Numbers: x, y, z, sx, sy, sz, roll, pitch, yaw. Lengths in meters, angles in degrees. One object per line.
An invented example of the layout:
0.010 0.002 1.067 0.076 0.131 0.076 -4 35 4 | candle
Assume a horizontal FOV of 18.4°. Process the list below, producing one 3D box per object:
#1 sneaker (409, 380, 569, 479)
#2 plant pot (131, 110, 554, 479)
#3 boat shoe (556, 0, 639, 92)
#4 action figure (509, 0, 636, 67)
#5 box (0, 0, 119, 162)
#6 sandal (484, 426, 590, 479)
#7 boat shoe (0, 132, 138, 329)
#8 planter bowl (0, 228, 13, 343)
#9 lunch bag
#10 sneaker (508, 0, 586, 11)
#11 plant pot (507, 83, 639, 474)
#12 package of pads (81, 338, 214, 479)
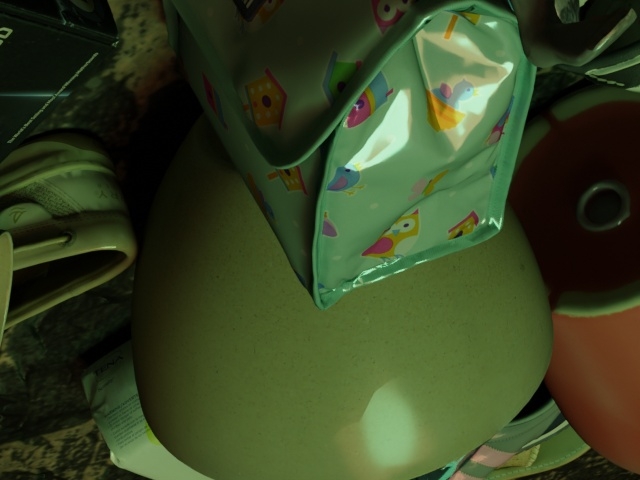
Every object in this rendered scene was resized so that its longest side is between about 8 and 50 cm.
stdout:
0.104 0.171 1.741 0.319 0.112 0.131 -37 157 -17 | sneaker
0.000 0.000 1.280 0.284 0.284 0.191 -18 125 -9 | plant pot
0.269 -0.194 1.262 0.091 0.114 0.302 1 144 -47 | boat shoe
0.012 -0.207 0.859 0.341 0.330 0.178 -46 -179 -27 | action figure
-0.227 -0.101 1.099 0.180 0.077 0.147 -40 147 29 | box
0.171 0.184 1.870 0.240 0.088 0.079 -30 157 23 | sandal
-0.258 0.041 1.300 0.302 0.098 0.109 -28 151 9 | boat shoe
-0.257 0.060 1.180 0.109 0.162 0.162 14 146 0 | planter bowl
0.005 -0.125 1.071 0.160 0.223 0.262 -24 153 -12 | lunch bag
0.111 -0.147 1.280 0.086 0.085 0.237 21 145 -10 | sneaker
0.256 0.020 1.492 0.275 0.275 0.243 -30 142 14 | plant pot
-0.028 0.120 1.603 0.229 0.101 0.296 -33 150 16 | package of pads
